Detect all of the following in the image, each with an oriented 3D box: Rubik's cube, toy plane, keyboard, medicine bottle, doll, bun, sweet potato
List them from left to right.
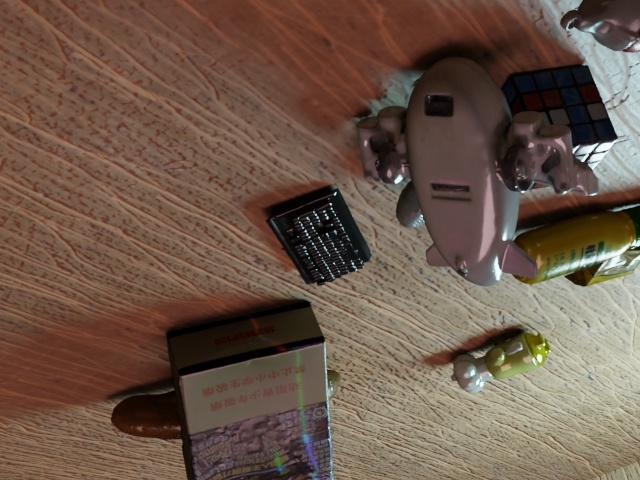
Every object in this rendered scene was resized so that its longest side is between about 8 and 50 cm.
[{"bbox_3d":[-0.115,0.223,2.050,0.355,0.095,0.106,-9,-176,-22],"label":"sweet potato"},{"bbox_3d":[0.000,0.000,1.694,0.094,0.025,0.230,-22,157,4],"label":"keyboard"},{"bbox_3d":[0.117,-0.050,1.623,0.083,0.045,0.083,-33,162,-12],"label":"bun"},{"bbox_3d":[0.149,-0.064,1.439,0.252,0.252,0.118,-41,-175,44],"label":"toy plane"},{"bbox_3d":[0.281,0.191,2.299,0.163,0.062,0.106,-23,153,13],"label":"doll"},{"bbox_3d":[0.236,-0.114,1.505,0.092,0.092,0.092,-9,156,-18],"label":"Rubik's cube"},{"bbox_3d":[0.371,-0.008,1.895,0.261,0.064,0.095,-17,151,-14],"label":"medicine bottle"},{"bbox_3d":[0.306,-0.217,1.341,0.228,0.075,0.102,-16,146,-30],"label":"doll"}]

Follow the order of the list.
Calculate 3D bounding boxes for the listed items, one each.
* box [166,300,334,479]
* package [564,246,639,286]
[{"bbox_3d":[-0.088,0.235,1.948,0.198,0.084,0.310,-13,132,-12],"label":"box"},{"bbox_3d":[0.396,0.032,2.027,0.071,0.047,0.131,-12,156,-20],"label":"package"}]
